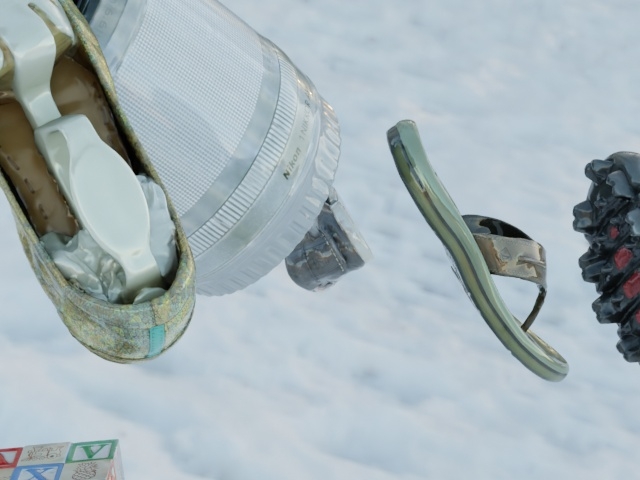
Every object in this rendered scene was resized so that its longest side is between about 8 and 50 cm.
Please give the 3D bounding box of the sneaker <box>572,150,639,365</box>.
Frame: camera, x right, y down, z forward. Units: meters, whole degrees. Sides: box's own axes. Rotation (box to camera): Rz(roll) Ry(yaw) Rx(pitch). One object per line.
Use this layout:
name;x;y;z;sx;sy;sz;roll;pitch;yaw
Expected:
sneaker;0.270;0.057;1.142;0.135;0.097;0.276;-20;73;-26

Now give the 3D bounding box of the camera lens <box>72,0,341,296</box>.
camera lens;-0.146;-0.103;1.388;0.274;0.219;0.219;35;7;-35

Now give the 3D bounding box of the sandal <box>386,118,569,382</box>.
sandal;0.162;0.010;1.635;0.086;0.303;0.120;-31;19;1

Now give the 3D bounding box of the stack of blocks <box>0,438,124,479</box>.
stack of blocks;-0.320;0.239;1.518;0.297;0.087;0.171;-5;18;3

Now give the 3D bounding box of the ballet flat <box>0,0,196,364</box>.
ballet flat;-0.181;-0.082;1.160;0.123;0.123;0.348;-17;77;-55

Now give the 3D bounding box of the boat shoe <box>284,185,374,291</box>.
boat shoe;0.000;0.000;2.127;0.095;0.112;0.335;-30;3;1
